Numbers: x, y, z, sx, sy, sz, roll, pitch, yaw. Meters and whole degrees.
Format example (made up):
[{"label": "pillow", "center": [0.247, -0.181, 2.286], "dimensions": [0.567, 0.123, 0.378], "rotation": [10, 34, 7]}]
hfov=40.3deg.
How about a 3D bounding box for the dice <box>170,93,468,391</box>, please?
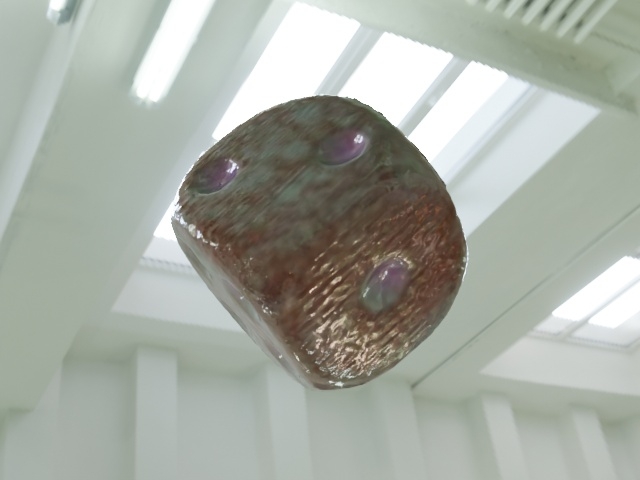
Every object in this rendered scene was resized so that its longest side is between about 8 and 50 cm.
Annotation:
[{"label": "dice", "center": [0.000, 0.000, 0.371], "dimensions": [0.094, 0.093, 0.091], "rotation": [-40, -139, -15]}]
